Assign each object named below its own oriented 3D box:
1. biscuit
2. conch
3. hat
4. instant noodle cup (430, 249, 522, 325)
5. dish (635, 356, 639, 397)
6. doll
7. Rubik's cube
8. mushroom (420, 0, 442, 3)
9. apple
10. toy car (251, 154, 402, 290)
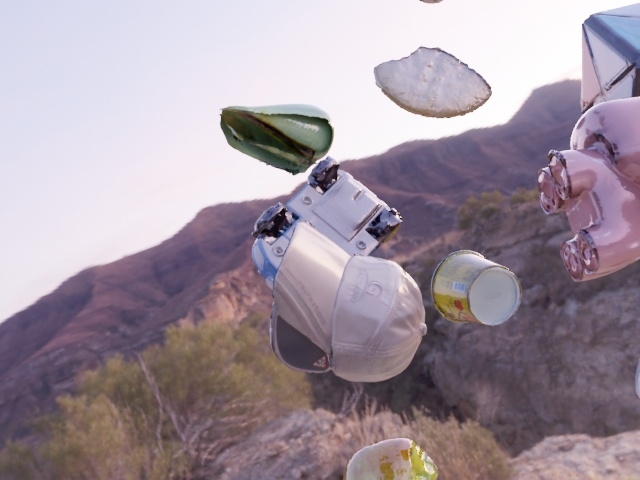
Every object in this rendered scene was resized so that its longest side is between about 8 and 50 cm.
[{"bbox_3d":[0.247,-0.352,1.424,0.265,0.188,0.040,8,-22,0],"label":"biscuit"},{"bbox_3d":[-0.081,-0.214,1.368,0.250,0.144,0.137,-15,24,-41],"label":"conch"},{"bbox_3d":[0.043,0.081,0.933,0.161,0.275,0.232,-26,32,36],"label":"hat"},{"bbox_3d":[0.374,0.120,1.534,0.182,0.182,0.144,-22,11,-15],"label":"instant noodle cup"},{"bbox_3d":[0.308,0.032,0.415,0.212,0.077,0.151,-24,14,-39],"label":"dish"},{"bbox_3d":[0.438,-0.085,0.857,0.268,0.217,0.284,-16,-12,3],"label":"doll"},{"bbox_3d":[0.684,-0.325,1.290,0.248,0.250,0.246,-15,38,3],"label":"Rubik's cube"},{"bbox_3d":[0.140,-0.459,1.057,0.071,0.084,0.209,-31,-42,24],"label":"mushroom"},{"bbox_3d":[0.179,0.624,1.619,0.246,0.226,0.246,-4,-30,-2],"label":"apple"},{"bbox_3d":[0.000,0.000,1.178,0.314,0.198,0.166,-48,-7,-36],"label":"toy car"}]
